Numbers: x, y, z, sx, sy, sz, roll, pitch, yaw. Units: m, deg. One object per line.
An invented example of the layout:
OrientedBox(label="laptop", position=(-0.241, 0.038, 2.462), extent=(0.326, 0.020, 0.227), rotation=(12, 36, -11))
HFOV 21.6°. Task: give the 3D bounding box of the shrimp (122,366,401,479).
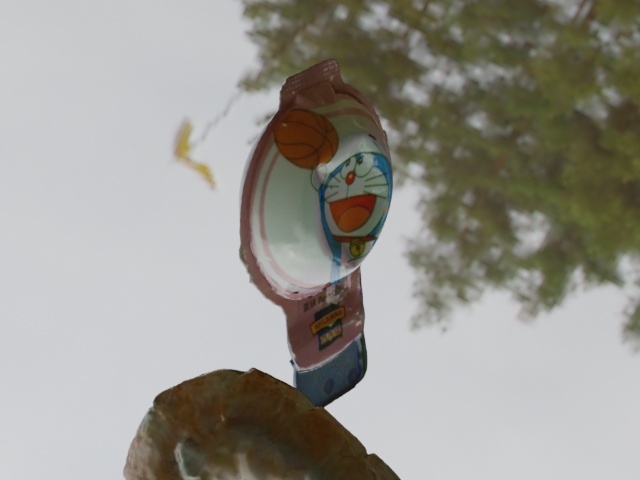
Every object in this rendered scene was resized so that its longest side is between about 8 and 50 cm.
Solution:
OrientedBox(label="shrimp", position=(0.001, 0.217, 1.114), extent=(0.317, 0.164, 0.062), rotation=(40, -171, 2))

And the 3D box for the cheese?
OrientedBox(label="cheese", position=(0.000, 0.000, 1.313), extent=(0.074, 0.286, 0.189), rotation=(15, -151, 38))
